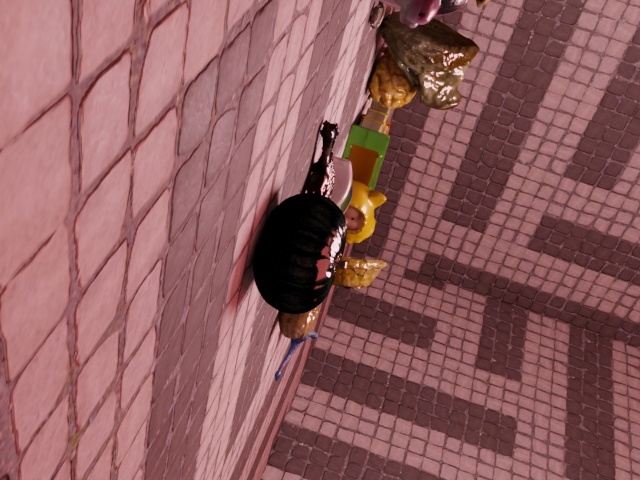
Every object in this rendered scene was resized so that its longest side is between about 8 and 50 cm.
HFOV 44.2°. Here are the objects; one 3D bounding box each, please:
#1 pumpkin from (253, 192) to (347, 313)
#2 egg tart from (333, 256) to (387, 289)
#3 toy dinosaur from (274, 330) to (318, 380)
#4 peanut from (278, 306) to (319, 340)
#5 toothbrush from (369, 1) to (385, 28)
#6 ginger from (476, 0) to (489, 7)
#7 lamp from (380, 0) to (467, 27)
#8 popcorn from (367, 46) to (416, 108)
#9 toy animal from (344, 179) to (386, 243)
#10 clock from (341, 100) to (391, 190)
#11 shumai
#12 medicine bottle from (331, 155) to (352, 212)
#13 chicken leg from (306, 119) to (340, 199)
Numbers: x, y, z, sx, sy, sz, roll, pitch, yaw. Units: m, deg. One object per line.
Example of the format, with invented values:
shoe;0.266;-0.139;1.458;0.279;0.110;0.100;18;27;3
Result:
pumpkin;-0.026;0.021;1.242;0.202;0.140;0.201;16;90;-87
egg tart;0.062;0.075;2.018;0.212;0.213;0.090;-21;118;-84
toy dinosaur;-0.051;0.202;2.059;0.144;0.076;0.328;-16;125;-66
peanut;-0.041;0.142;1.882;0.099;0.100;0.213;98;6;-67
toothbrush;0.152;-0.578;1.609;0.028;0.026;0.294;-18;129;-65
ginger;0.380;-0.687;1.667;0.211;0.359;0.413;-3;119;-64
lamp;0.222;-0.504;1.449;0.301;0.248;0.247;-86;-163;-79
popcorn;0.206;-0.437;2.128;0.194;0.140;0.163;-56;169;-79
toy animal;0.075;-0.072;1.990;0.229;0.156;0.156;103;8;-64
clock;0.132;-0.249;2.183;0.255;0.106;0.219;-64;172;-59
shumai;0.249;-0.438;1.958;0.222;0.272;0.203;-98;-149;-57
medicine bottle;0.030;-0.108;1.733;0.219;0.078;0.115;74;32;-82
chicken leg;-0.005;-0.112;1.526;0.106;0.051;0.253;-44;150;-68
